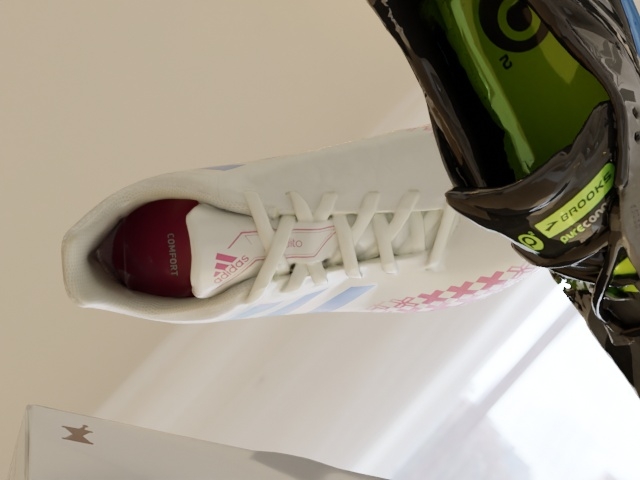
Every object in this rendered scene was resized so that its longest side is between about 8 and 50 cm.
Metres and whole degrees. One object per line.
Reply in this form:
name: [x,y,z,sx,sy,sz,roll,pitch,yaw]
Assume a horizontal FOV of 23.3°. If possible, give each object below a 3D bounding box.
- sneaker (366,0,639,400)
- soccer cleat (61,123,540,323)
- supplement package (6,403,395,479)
sneaker: [0.070,-0.002,0.370,0.078,0.067,0.188,-25,79,-52]
soccer cleat: [0.000,0.000,0.936,0.143,0.331,0.116,-21,101,-72]
supplement package: [-0.032,0.227,0.498,0.199,0.263,0.198,14,16,-14]
